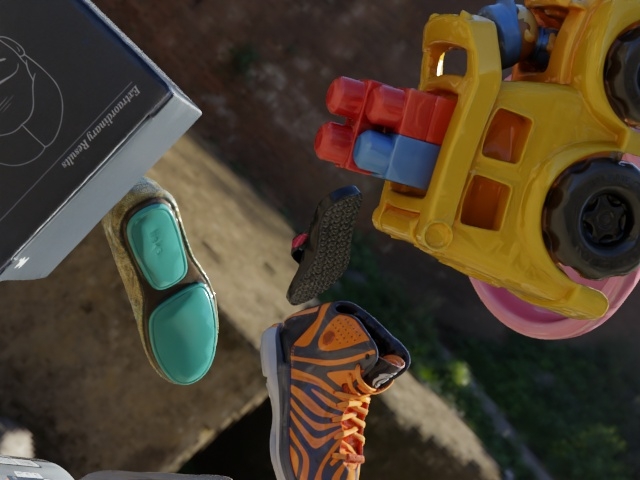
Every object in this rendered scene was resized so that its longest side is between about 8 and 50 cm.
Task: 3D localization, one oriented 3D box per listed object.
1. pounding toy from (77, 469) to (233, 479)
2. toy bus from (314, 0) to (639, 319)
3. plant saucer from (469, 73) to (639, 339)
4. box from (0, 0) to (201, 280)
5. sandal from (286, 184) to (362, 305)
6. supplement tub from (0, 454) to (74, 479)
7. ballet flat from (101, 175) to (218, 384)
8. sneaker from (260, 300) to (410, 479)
[{"bbox_3d":[-0.154,0.337,1.369,0.269,0.155,0.154,1,8,10],"label":"pounding toy"},{"bbox_3d":[0.112,-0.082,0.846,0.211,0.220,0.149,18,2,-15],"label":"toy bus"},{"bbox_3d":[0.291,-0.048,1.566,0.084,0.332,0.332,2,31,-32],"label":"plant saucer"},{"bbox_3d":[-0.388,-0.192,1.530,0.395,0.293,0.212,45,2,4],"label":"box"},{"bbox_3d":[0.000,0.000,1.338,0.040,0.067,0.179,50,-36,27],"label":"sandal"},{"bbox_3d":[-0.486,0.401,1.866,0.193,0.193,0.316,47,5,21],"label":"supplement tub"},{"bbox_3d":[-0.221,0.048,1.783,0.123,0.123,0.349,50,-21,44],"label":"ballet flat"},{"bbox_3d":[0.032,0.222,1.674,0.124,0.180,0.321,21,49,-55],"label":"sneaker"}]
